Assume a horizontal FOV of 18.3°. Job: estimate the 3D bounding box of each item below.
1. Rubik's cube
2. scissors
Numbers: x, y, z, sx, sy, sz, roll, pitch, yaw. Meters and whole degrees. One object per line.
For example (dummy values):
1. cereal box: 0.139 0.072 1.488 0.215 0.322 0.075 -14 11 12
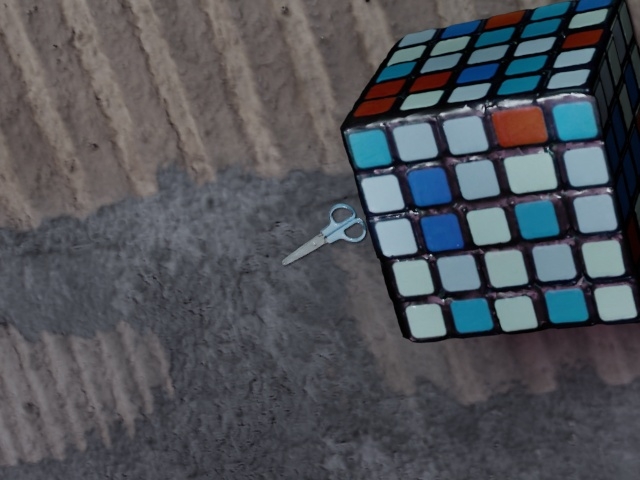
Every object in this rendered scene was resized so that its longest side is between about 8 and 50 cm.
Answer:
1. Rubik's cube: 0.139 -0.051 1.419 0.187 0.182 0.184 -7 115 20
2. scissors: 0.000 0.000 1.594 0.083 0.006 0.036 -33 105 29
